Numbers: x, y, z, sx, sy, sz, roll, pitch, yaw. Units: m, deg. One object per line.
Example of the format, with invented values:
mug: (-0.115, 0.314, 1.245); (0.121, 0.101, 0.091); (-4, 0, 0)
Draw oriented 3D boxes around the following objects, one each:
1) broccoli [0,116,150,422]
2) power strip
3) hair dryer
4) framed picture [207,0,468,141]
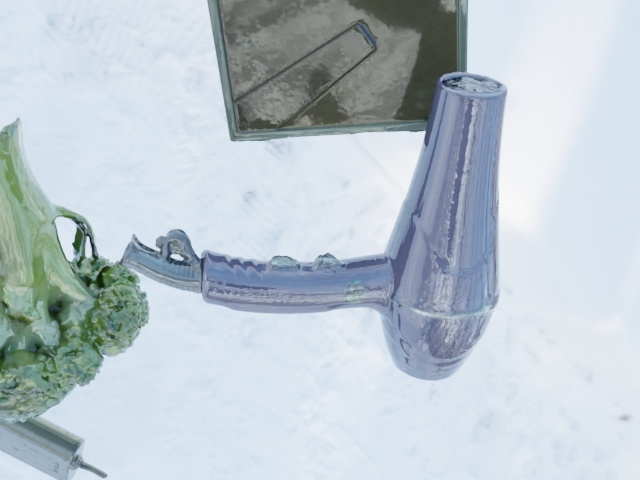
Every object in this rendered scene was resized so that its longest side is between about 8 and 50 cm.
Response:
broccoli: (-0.345, 0.045, 0.815); (0.254, 0.186, 0.302); (-36, 120, -11)
power strip: (-0.389, 0.239, 0.987); (0.268, 0.092, 0.034); (27, 46, 1)
hair dryer: (0.000, 0.000, 0.716); (0.361, 0.121, 0.301); (-3, 120, -11)
framed picture: (0.020, -0.188, 0.767); (0.016, 0.250, 0.184); (-82, 167, -59)
